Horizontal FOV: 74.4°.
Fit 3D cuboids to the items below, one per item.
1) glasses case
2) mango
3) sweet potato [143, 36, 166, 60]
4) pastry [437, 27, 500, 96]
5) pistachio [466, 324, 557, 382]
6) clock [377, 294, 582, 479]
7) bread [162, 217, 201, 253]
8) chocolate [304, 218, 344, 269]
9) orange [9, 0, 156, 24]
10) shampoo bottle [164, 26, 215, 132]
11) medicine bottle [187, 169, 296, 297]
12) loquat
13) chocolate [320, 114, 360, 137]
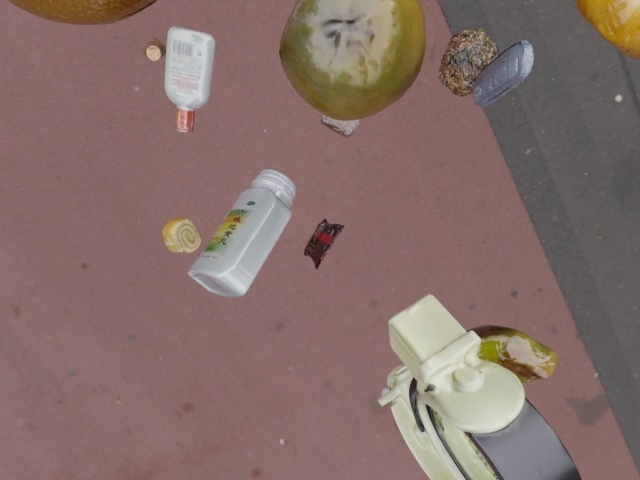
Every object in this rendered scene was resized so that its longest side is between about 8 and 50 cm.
[{"bbox_3d":[0.536,-0.488,1.255,0.067,0.282,0.109,2,88,-6],"label":"glasses case"},{"bbox_3d":[0.412,-0.297,0.508,0.217,0.102,0.141,-9,79,-28],"label":"mango"},{"bbox_3d":[-0.588,-0.683,1.509,0.067,0.281,0.059,17,112,-21],"label":"sweet potato"},{"bbox_3d":[0.624,-0.731,1.737,0.275,0.193,0.274,-4,103,-19],"label":"pastry"},{"bbox_3d":[0.305,0.193,0.739,0.189,0.110,0.100,-16,97,30],"label":"pistachio"},{"bbox_3d":[0.186,0.254,0.566,0.120,0.276,0.379,-28,145,-13],"label":"clock"},{"bbox_3d":[-0.527,-0.015,1.590,0.073,0.122,0.149,10,137,29],"label":"bread"},{"bbox_3d":[0.000,0.000,0.724,0.028,0.182,0.086,30,93,-14],"label":"chocolate"},{"bbox_3d":[-0.295,-0.384,0.485,0.264,0.264,0.264,-2,105,-7],"label":"orange"},{"bbox_3d":[-0.302,-0.359,0.960,0.108,0.051,0.220,13,112,2],"label":"shampoo bottle"},{"bbox_3d":[-0.177,-0.024,1.039,0.124,0.179,0.324,48,58,-32],"label":"medicine bottle"},{"bbox_3d":[0.067,-0.363,0.795,0.276,0.284,0.276,3,107,10],"label":"loquat"},{"bbox_3d":[0.102,-0.527,1.653,0.148,0.093,0.214,29,95,-13],"label":"chocolate"}]
